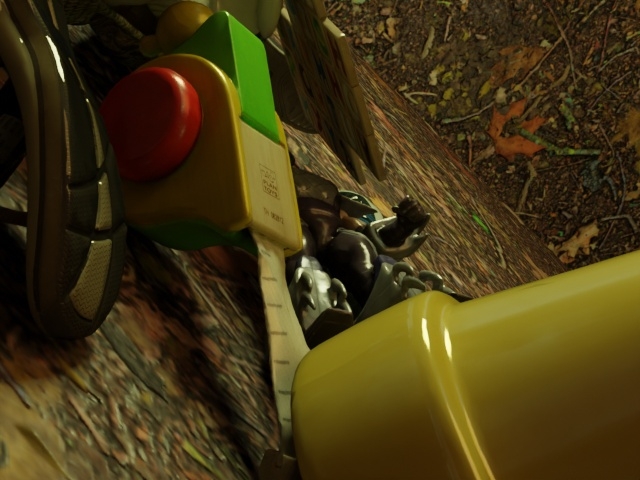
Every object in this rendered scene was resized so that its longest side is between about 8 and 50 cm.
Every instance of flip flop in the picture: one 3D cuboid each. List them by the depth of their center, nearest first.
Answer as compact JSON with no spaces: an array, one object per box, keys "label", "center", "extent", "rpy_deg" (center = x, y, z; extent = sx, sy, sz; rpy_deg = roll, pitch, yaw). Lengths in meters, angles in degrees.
[{"label":"flip flop","center":[-0.159,-0.075,0.668],"extent":[0.112,0.080,0.277],"rpy_deg":[72,-2,-72]}]

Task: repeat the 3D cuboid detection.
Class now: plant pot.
[{"label":"plant pot","center":[0.149,0.115,0.699],"extent":[0.254,0.239,0.254],"rpy_deg":[55,14,-21]}]

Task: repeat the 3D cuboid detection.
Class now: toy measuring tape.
[{"label":"toy measuring tape","center":[-0.073,0.002,0.800],"extent":[0.121,0.121,0.330],"rpy_deg":[33,42,-54]}]

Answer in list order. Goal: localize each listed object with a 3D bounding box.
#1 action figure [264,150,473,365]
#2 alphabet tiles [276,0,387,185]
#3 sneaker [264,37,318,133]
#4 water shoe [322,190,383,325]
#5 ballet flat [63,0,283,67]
[{"label":"action figure","center":[0.000,0.000,0.932],"extent":[0.185,0.099,0.285],"rpy_deg":[7,27,-22]},{"label":"alphabet tiles","center":[-0.004,-0.141,1.060],"extent":[0.237,0.009,0.198],"rpy_deg":[-124,-167,-59]},{"label":"sneaker","center":[-0.090,-0.183,1.396],"extent":[0.222,0.083,0.118],"rpy_deg":[34,-2,-30]},{"label":"water shoe","center":[0.008,-0.001,1.107],"extent":[0.080,0.073,0.203],"rpy_deg":[37,14,-25]},{"label":"ballet flat","center":[-0.115,-0.206,0.941],"extent":[0.182,0.164,0.483],"rpy_deg":[14,-1,8]}]
